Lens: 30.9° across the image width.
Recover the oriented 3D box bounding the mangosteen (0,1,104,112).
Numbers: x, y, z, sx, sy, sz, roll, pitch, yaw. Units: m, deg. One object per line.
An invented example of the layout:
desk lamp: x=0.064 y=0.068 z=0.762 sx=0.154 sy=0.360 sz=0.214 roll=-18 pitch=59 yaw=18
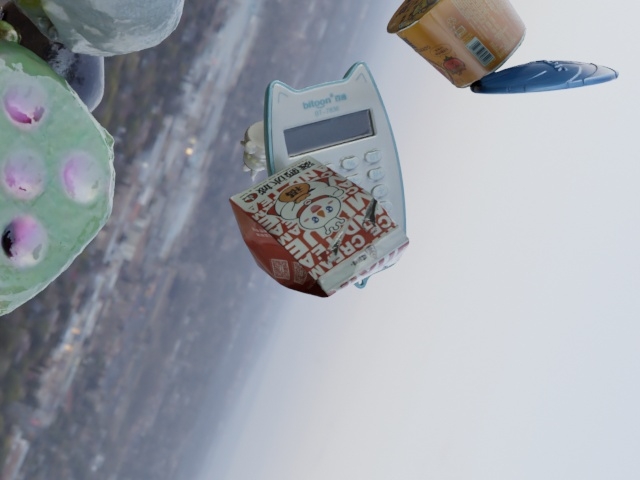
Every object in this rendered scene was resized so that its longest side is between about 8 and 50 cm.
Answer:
mangosteen: x=-0.591 y=-0.356 z=2.375 sx=0.300 sy=0.300 sz=0.300 roll=-159 pitch=-90 yaw=-88

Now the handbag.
handbag: x=0.000 y=0.000 z=1.799 sx=0.298 sy=0.171 sz=0.151 roll=38 pitch=-26 yaw=54

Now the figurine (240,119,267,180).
figurine: x=-0.105 y=-0.175 z=2.269 sx=0.146 sy=0.098 sz=0.081 roll=99 pitch=-32 yaw=-69

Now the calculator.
calculator: x=0.028 y=-0.102 z=2.007 sx=0.054 sy=0.256 sz=0.386 roll=0 pitch=-75 yaw=61

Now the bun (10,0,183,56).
bun: x=-0.365 y=-0.415 z=1.700 sx=0.211 sy=0.362 sz=0.362 roll=-42 pitch=175 yaw=-14

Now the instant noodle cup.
instant noodle cup: x=0.250 y=-0.386 z=2.056 sx=0.216 sy=0.172 sz=0.216 roll=-40 pitch=-162 yaw=16

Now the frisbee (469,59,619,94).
frisbee: x=0.365 y=-0.274 z=1.902 sx=0.242 sy=0.242 sz=0.045 roll=-80 pitch=164 yaw=-80

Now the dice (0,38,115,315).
dice: x=-0.520 y=-0.091 z=1.712 sx=0.322 sy=0.318 sz=0.330 roll=-3 pitch=-139 yaw=42
